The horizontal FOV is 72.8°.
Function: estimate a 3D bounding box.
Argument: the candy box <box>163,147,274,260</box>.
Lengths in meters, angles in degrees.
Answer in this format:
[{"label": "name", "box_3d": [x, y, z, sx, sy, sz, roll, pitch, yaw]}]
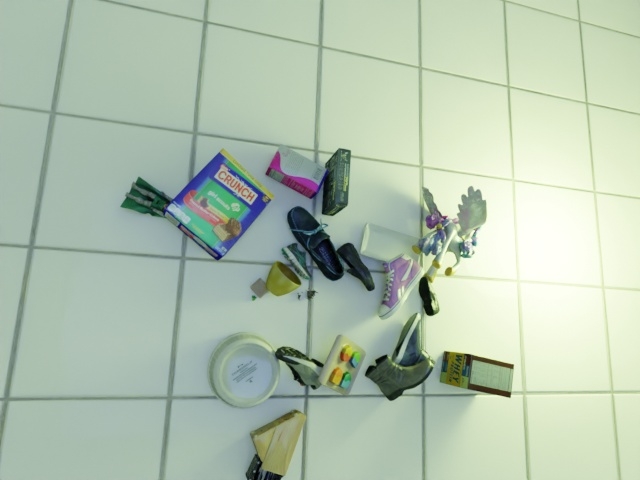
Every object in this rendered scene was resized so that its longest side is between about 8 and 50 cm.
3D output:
[{"label": "candy box", "box_3d": [-0.372, -0.132, 1.620, 0.268, 0.122, 0.317, 42, 67, -13]}]

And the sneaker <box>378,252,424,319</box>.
[{"label": "sneaker", "box_3d": [0.288, 0.178, 1.787, 0.161, 0.102, 0.282, 41, 72, -9]}]

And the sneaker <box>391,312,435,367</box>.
[{"label": "sneaker", "box_3d": [0.407, 0.426, 1.782, 0.163, 0.086, 0.226, 25, 82, -2]}]

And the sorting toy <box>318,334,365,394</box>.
[{"label": "sorting toy", "box_3d": [0.092, 0.481, 1.660, 0.208, 0.038, 0.193, 43, 67, -44]}]

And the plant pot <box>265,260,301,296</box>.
[{"label": "plant pot", "box_3d": [-0.153, 0.157, 1.663, 0.134, 0.134, 0.095, 42, 100, -5]}]

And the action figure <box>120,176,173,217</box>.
[{"label": "action figure", "box_3d": [-0.598, -0.135, 1.613, 0.232, 0.063, 0.137, 26, 71, -14]}]

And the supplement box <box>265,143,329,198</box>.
[{"label": "supplement box", "box_3d": [-0.097, -0.276, 1.755, 0.220, 0.114, 0.111, 28, 74, -11]}]

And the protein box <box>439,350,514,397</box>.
[{"label": "protein box", "box_3d": [0.634, 0.543, 1.773, 0.201, 0.200, 0.136, 16, 76, -13]}]

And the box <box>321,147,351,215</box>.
[{"label": "box", "box_3d": [0.063, -0.231, 1.757, 0.059, 0.183, 0.232, 7, 78, -15]}]

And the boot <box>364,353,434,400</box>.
[{"label": "boot", "box_3d": [0.306, 0.508, 1.701, 0.246, 0.083, 0.161, -40, 96, 13]}]

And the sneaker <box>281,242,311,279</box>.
[{"label": "sneaker", "box_3d": [-0.079, 0.079, 1.724, 0.076, 0.065, 0.166, -38, 93, -23]}]

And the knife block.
[{"label": "knife block", "box_3d": [-0.146, 0.781, 1.562, 0.276, 0.088, 0.242, -22, 88, -19]}]

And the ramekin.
[{"label": "ramekin", "box_3d": [-0.268, 0.471, 1.561, 0.273, 0.127, 0.272, 3, 80, -16]}]

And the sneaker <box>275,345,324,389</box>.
[{"label": "sneaker", "box_3d": [-0.069, 0.474, 1.595, 0.271, 0.100, 0.108, 41, 80, -35]}]

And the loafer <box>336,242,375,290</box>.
[{"label": "loafer", "box_3d": [0.144, 0.116, 1.778, 0.078, 0.076, 0.223, -30, 85, -14]}]

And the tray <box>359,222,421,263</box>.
[{"label": "tray", "box_3d": [0.300, 0.029, 1.860, 0.270, 0.030, 0.145, 17, 77, -13]}]

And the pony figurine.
[{"label": "pony figurine", "box_3d": [0.546, -0.039, 1.846, 0.363, 0.303, 0.351, -46, 127, -22]}]

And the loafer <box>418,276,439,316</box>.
[{"label": "loafer", "box_3d": [0.467, 0.237, 1.862, 0.061, 0.062, 0.170, -7, 85, -40]}]

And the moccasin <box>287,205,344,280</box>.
[{"label": "moccasin", "box_3d": [0.000, 0.000, 1.730, 0.138, 0.117, 0.342, -39, 92, -19]}]

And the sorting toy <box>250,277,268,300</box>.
[{"label": "sorting toy", "box_3d": [-0.243, 0.193, 1.679, 0.083, 0.012, 0.062, -44, 99, -22]}]

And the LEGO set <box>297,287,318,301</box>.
[{"label": "LEGO set", "box_3d": [-0.051, 0.216, 1.730, 0.083, 0.023, 0.054, 7, 76, -2]}]
